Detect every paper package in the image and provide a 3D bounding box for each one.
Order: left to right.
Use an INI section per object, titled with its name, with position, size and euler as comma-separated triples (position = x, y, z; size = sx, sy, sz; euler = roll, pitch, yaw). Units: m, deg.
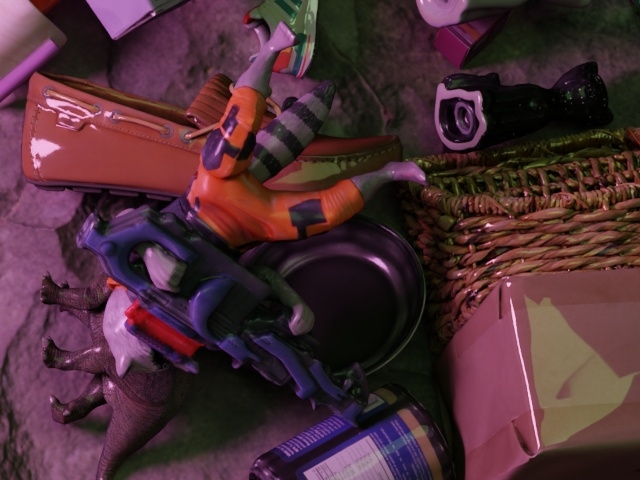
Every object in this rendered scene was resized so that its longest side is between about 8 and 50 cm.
[paper package]
position = 0.299, 0.145, 1.675
size = 0.325, 0.309, 0.168
euler = -4, 71, -11

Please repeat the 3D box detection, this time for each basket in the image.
[basket]
position = 0.242, -0.032, 1.778
size = 0.299, 0.213, 0.223
euler = -8, 74, -12

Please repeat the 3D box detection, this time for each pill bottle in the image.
[pill bottle]
position = 0.009, 0.238, 1.696
size = 0.219, 0.123, 0.123
euler = -28, 78, -16

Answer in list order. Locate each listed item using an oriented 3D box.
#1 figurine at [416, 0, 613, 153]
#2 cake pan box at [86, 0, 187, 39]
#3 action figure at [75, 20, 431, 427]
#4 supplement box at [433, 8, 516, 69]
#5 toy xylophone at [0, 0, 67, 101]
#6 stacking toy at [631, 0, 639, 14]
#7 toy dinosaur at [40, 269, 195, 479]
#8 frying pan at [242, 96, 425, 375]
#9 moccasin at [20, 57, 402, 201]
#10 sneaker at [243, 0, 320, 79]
[figurine]
position = 0.215, -0.211, 1.865
size = 0.209, 0.092, 0.215
euler = -10, 92, -32
[cake pan box]
position = -0.197, -0.345, 1.783
size = 0.246, 0.070, 0.267
euler = 54, 32, -5
[action figure]
position = -0.060, 0.013, 1.636
size = 0.330, 0.178, 0.341
euler = -43, 120, 2
[supplement box]
position = 0.169, -0.235, 1.920
size = 0.043, 0.055, 0.083
euler = 44, 70, 8
[toy xylophone]
position = -0.377, -0.302, 1.804
size = 0.236, 0.081, 0.323
euler = -33, 80, 4
[stacking toy]
position = 0.405, -0.364, 2.005
size = 0.167, 0.052, 0.221
euler = -15, 75, -14
[toy dinosaur]
position = -0.184, 0.100, 1.714
size = 0.160, 0.121, 0.313
euler = -2, 67, 4
[frying pan]
position = -0.024, 0.017, 1.803
size = 0.197, 0.053, 0.326
euler = -32, 58, -8
[moccasin]
position = -0.107, -0.110, 1.761
size = 0.380, 0.139, 0.147
euler = 7, 99, 10
[sneaker]
position = -0.042, -0.253, 1.889
size = 0.075, 0.057, 0.161
euler = 7, 73, -13
